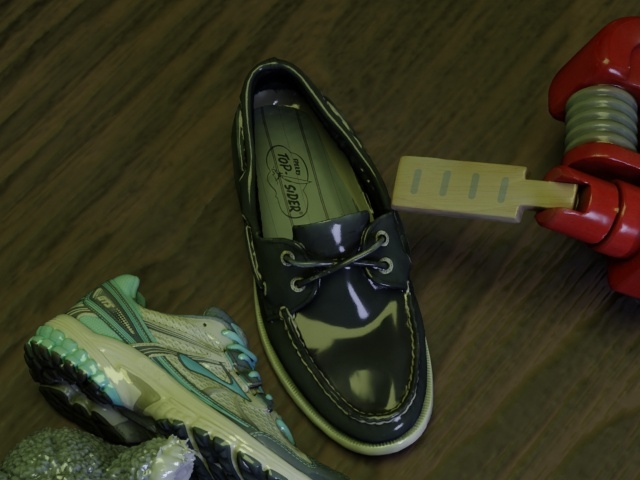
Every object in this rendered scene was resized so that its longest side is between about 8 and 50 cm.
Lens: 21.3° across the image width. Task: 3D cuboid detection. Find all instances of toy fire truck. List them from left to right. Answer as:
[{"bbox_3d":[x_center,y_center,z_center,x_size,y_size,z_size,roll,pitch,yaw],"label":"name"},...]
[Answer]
[{"bbox_3d":[0.200,-0.069,1.313,0.246,0.158,0.217,18,57,-19],"label":"toy fire truck"}]

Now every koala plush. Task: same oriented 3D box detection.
[{"bbox_3d":[-0.167,0.196,1.141,0.196,0.221,0.203,-3,58,1],"label":"koala plush"}]

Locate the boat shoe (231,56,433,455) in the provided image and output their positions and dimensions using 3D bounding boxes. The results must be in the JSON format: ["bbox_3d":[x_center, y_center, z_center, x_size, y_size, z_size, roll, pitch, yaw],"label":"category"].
[{"bbox_3d":[0.004,-0.001,1.319,0.127,0.113,0.340,-10,58,-4],"label":"boat shoe"}]

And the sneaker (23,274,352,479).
[{"bbox_3d":[-0.079,0.112,1.258,0.283,0.110,0.122,30,59,18],"label":"sneaker"}]
